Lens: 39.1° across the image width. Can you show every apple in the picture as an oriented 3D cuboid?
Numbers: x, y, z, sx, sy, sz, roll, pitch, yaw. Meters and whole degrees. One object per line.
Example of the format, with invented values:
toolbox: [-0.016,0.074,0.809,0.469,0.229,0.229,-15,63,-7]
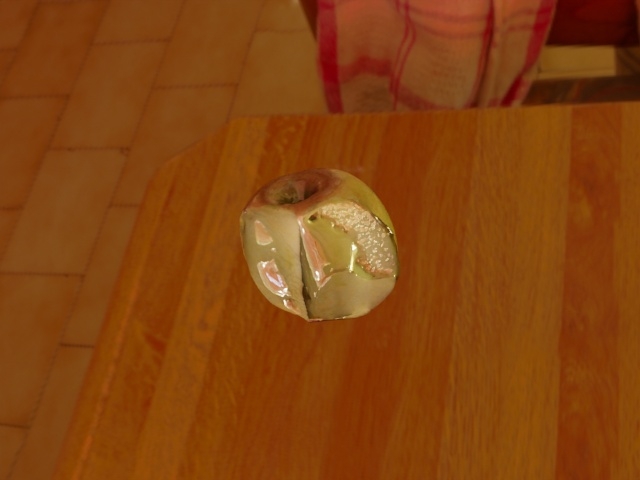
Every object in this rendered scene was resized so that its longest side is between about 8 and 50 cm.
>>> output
apple: [0.000,0.000,1.148,0.207,0.188,0.174,6,30,23]
